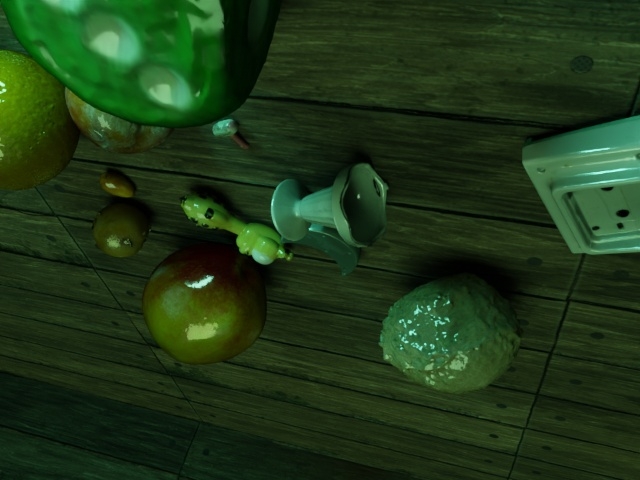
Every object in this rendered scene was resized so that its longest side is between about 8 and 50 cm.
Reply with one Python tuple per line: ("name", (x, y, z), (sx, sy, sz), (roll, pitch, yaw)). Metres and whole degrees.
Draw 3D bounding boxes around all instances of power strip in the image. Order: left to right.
("power strip", (0.000, 0.000, 1.454), (0.216, 0.044, 0.137), (30, 145, -16))

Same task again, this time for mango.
("mango", (-0.476, -0.129, 1.515), (0.060, 0.046, 0.089), (-12, 148, 41))

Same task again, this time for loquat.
("loquat", (-0.492, -0.027, 1.587), (0.141, 0.141, 0.141), (13, 146, 9))

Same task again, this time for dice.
("dice", (-0.215, -0.351, 0.846), (0.299, 0.287, 0.297), (16, 147, 5))

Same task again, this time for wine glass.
("wine glass", (0.017, -0.068, 1.264), (0.196, 0.165, 0.165), (1, 143, 39))

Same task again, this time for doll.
("doll", (-0.192, -0.026, 1.482), (0.291, 0.086, 0.117), (30, -175, -19))

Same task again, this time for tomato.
("tomato", (-0.380, -0.248, 1.204), (0.180, 0.155, 0.214), (0, 143, 33))

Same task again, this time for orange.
("orange", (-0.599, -0.228, 1.240), (0.274, 0.274, 0.274), (13, 146, 9))

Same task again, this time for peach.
("peach", (-0.281, 0.154, 1.612), (0.307, 0.308, 0.332), (33, 128, -20))

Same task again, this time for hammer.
("hammer", (-0.170, -0.206, 1.267), (0.052, 0.031, 0.083), (-5, 150, 36))

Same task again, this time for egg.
("egg", (0.285, 0.206, 1.406), (0.310, 0.279, 0.279), (-21, 130, 31))

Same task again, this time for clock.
("clock", (0.482, -0.069, 1.052), (0.231, 0.116, 0.262), (-10, 136, 37))
